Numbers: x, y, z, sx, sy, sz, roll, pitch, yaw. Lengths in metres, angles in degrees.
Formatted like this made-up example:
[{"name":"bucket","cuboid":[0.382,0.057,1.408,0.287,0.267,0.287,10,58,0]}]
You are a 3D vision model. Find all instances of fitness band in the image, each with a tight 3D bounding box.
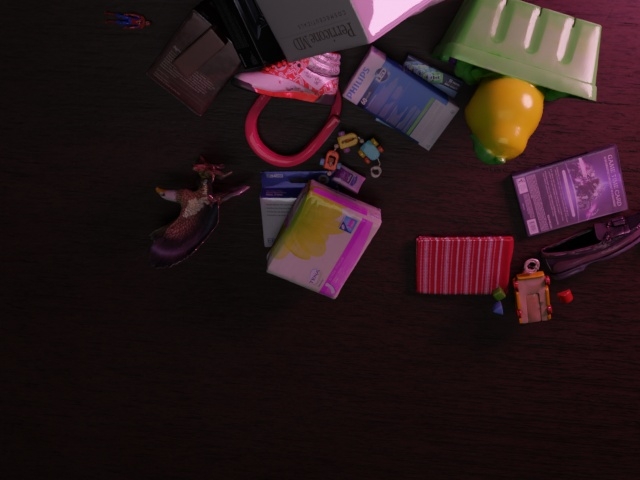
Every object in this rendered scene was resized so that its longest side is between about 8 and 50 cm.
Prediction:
[{"name":"fitness band","cuboid":[-0.070,-0.328,1.827,0.209,0.054,0.291,37,115,-12]}]

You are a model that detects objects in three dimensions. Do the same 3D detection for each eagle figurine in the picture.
[{"name":"eagle figurine","cuboid":[-0.356,-0.078,1.902,0.225,0.226,0.299,26,105,32]}]

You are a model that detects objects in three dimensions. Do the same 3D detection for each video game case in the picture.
[{"name":"video game case","cuboid":[0.674,-0.132,1.880,0.274,0.026,0.196,-17,116,13]}]

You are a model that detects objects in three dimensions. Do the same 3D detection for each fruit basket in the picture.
[{"name":"fruit basket","cuboid":[0.438,-0.360,1.625,0.391,0.283,0.392,0,104,0]}]

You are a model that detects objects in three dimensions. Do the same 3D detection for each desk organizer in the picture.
[{"name":"desk organizer","cuboid":[-0.276,-0.433,1.594,0.130,0.047,0.050,-34,112,21]}]

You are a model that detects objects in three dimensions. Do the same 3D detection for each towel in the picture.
[{"name":"towel","cuboid":[0.414,0.072,2.012,0.274,0.031,0.199,0,121,7]}]

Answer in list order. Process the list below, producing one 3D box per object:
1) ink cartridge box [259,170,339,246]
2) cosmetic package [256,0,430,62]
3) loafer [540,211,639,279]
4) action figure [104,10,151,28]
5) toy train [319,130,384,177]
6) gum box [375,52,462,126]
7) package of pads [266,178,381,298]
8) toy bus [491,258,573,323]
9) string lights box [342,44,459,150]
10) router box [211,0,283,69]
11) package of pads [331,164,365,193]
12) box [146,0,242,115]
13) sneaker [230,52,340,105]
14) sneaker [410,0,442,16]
[{"name":"ink cartridge box","cuboid":[-0.057,-0.085,1.958,0.223,0.045,0.224,-1,118,5]},{"name":"cosmetic package","cuboid":[0.034,-0.632,1.423,0.327,0.329,0.394,-40,115,-22]},{"name":"loafer","cuboid":[0.750,0.002,1.904,0.302,0.109,0.095,-33,107,24]},{"name":"action figure","cuboid":[-0.485,-0.554,1.752,0.115,0.030,0.038,6,114,-1]},{"name":"toy train","cuboid":[0.086,-0.228,1.860,0.166,0.046,0.125,10,107,2]},{"name":"gum box","cuboid":[0.250,-0.361,1.782,0.156,0.041,0.184,24,117,-7]},{"name":"package of pads","cuboid":[0.000,0.000,1.917,0.229,0.101,0.297,23,118,-11]},{"name":"toy bus","cuboid":[0.598,0.137,1.988,0.190,0.104,0.202,31,118,-13]},{"name":"string lights box","cuboid":[0.199,-0.352,1.725,0.259,0.077,0.133,31,116,-9]},{"name":"router box","cuboid":[-0.136,-0.585,1.584,0.081,0.243,0.309,4,127,48]},{"name":"package of pads","cuboid":[0.077,-0.169,1.901,0.083,0.032,0.050,29,85,-10]},{"name":"box","cuboid":[-0.287,-0.452,1.708,0.167,0.168,0.203,38,116,-15]},{"name":"sneaker","cuboid":[-0.078,-0.419,1.682,0.269,0.090,0.145,5,107,-21]},{"name":"sneaker","cuboid":[0.221,-0.585,1.652,0.212,0.080,0.094,-25,102,8]}]
